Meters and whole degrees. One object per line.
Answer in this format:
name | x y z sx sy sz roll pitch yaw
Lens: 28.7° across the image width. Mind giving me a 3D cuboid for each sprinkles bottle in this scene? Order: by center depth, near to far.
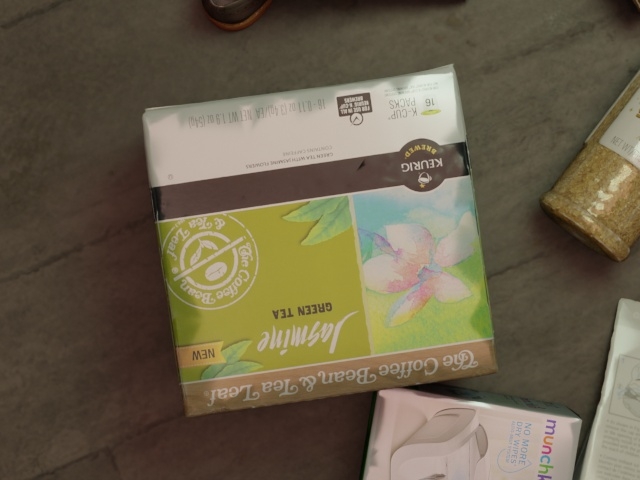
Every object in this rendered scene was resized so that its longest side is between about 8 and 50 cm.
sprinkles bottle | 0.397 -0.147 1.402 0.121 0.121 0.355 37 92 -1

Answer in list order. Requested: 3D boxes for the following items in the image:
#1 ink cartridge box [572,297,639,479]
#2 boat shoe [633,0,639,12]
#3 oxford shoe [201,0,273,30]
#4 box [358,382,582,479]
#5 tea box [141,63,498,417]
ink cartridge box | 0.444 0.293 1.449 0.308 0.091 0.385 15 75 0
boat shoe | 0.297 -0.398 1.410 0.119 0.122 0.324 -27 88 31
oxford shoe | -0.038 -0.356 1.409 0.097 0.098 0.271 33 91 -1
box | 0.154 0.301 1.412 0.231 0.127 0.262 10 90 2
tea box | 0.000 0.000 1.357 0.328 0.220 0.324 -9 92 0
